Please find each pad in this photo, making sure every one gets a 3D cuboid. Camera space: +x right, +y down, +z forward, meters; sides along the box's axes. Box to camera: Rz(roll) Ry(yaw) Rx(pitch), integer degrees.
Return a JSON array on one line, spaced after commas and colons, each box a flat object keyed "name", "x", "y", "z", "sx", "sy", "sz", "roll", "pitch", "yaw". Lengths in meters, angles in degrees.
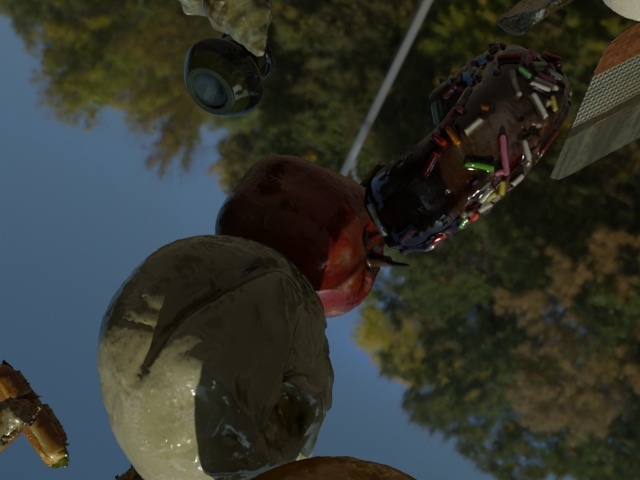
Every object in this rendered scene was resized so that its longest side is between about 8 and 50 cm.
[{"name": "pad", "x": 0.382, "y": -0.160, "z": 1.104, "sx": 0.323, "sy": 0.250, "sz": 0.055, "roll": -10, "pitch": -117, "yaw": -7}]

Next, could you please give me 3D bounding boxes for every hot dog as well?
[{"name": "hot dog", "x": -0.580, "y": 0.354, "z": 2.375, "sx": 0.250, "sy": 0.076, "sz": 0.104, "roll": 52, "pitch": 160, "yaw": 6}]

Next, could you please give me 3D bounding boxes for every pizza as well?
[{"name": "pizza", "x": -0.536, "y": 0.310, "z": 1.857, "sx": 0.086, "sy": 0.335, "sz": 0.226, "roll": 45, "pitch": -136, "yaw": -4}]

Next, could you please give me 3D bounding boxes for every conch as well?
[{"name": "conch", "x": -0.108, "y": -0.387, "z": 1.451, "sx": 0.169, "sy": 0.386, "sz": 0.203, "roll": -3, "pitch": 154, "yaw": 1}]

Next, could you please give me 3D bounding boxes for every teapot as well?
[{"name": "teapot", "x": -0.127, "y": -0.261, "z": 1.743, "sx": 0.130, "sy": 0.165, "sz": 0.119, "roll": 42, "pitch": -131, "yaw": -7}]

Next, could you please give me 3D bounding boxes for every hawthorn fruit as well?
[{"name": "hawthorn fruit", "x": 0.000, "y": 0.000, "z": 1.802, "sx": 0.300, "sy": 0.254, "sz": 0.254, "roll": 10, "pitch": -175, "yaw": 30}]

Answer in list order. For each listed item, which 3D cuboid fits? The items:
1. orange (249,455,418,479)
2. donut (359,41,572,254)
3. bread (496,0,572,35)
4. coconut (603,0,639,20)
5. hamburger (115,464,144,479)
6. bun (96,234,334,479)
[{"name": "orange", "x": 0.002, "y": 0.398, "z": 1.273, "sx": 0.293, "sy": 0.341, "sz": 0.340, "roll": 26, "pitch": -166, "yaw": -19}, {"name": "donut", "x": 0.207, "y": -0.144, "z": 1.587, "sx": 0.136, "sy": 0.345, "sz": 0.259, "roll": 42, "pitch": 147, "yaw": -11}, {"name": "bread", "x": 0.356, "y": -0.376, "z": 1.905, "sx": 0.126, "sy": 0.129, "sz": 0.044, "roll": -6, "pitch": 115, "yaw": 59}, {"name": "coconut", "x": 0.511, "y": -0.443, "z": 1.725, "sx": 0.237, "sy": 0.237, "sz": 0.266, "roll": 35, "pitch": 161, "yaw": 31}, {"name": "hamburger", "x": -0.276, "y": 0.477, "z": 2.013, "sx": 0.245, "sy": 0.282, "sz": 0.155, "roll": -14, "pitch": -144, "yaw": -15}, {"name": "bun", "x": -0.112, "y": 0.169, "z": 1.525, "sx": 0.219, "sy": 0.365, "sz": 0.365, "roll": 2, "pitch": 177, "yaw": 39}]
